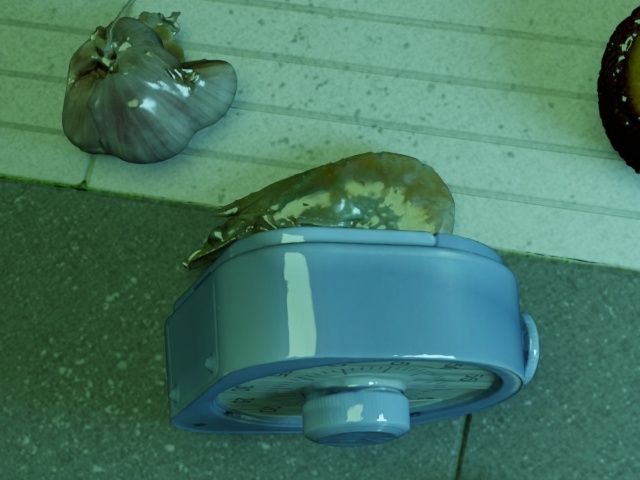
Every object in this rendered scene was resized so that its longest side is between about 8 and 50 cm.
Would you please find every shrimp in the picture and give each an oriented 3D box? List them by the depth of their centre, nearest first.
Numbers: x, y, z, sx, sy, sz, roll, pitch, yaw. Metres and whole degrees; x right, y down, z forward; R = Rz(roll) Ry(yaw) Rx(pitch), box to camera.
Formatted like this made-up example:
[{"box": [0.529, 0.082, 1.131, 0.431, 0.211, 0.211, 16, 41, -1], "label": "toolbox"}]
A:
[{"box": [0.000, 0.000, 1.914, 0.317, 0.077, 0.168, -19, 74, 1], "label": "shrimp"}]

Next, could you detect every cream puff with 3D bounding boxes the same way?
[{"box": [0.423, -0.162, 1.842, 0.239, 0.165, 0.239, -3, 75, 13], "label": "cream puff"}]

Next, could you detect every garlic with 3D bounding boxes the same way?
[{"box": [-0.208, -0.223, 1.956, 0.207, 0.256, 0.207, 3, 31, -2], "label": "garlic"}]

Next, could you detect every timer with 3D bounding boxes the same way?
[{"box": [0.045, 0.118, 1.723, 0.395, 0.395, 0.173, -6, 72, 8], "label": "timer"}]
